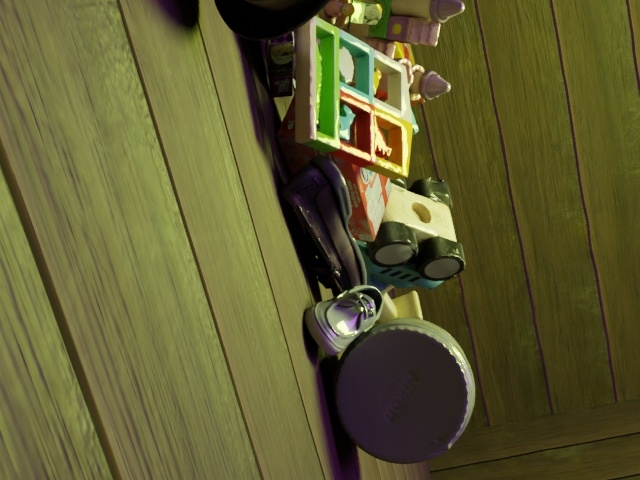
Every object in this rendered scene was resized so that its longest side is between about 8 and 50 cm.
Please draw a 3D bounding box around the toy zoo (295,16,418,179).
[{"bbox_3d":[0.066,-0.208,1.339,0.293,0.030,0.192,16,70,-49],"label":"toy zoo"}]

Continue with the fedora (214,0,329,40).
[{"bbox_3d":[-0.078,-0.382,0.885,0.152,0.334,0.334,6,66,-40],"label":"fedora"}]

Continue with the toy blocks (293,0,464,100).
[{"bbox_3d":[0.126,-0.387,1.489,0.309,0.260,0.289,-2,104,-51],"label":"toy blocks"}]

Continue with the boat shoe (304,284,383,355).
[{"bbox_3d":[0.043,0.107,1.313,0.079,0.081,0.227,54,17,4],"label":"boat shoe"}]

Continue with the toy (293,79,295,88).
[{"bbox_3d":[-0.002,-0.252,1.847,0.237,0.056,0.137,65,13,-61],"label":"toy"}]

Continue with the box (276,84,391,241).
[{"bbox_3d":[0.029,-0.129,1.462,0.257,0.122,0.128,70,33,-48],"label":"box"}]

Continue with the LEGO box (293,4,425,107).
[{"bbox_3d":[0.043,-0.551,1.911,0.372,0.193,0.500,54,22,-45],"label":"LEGO box"}]

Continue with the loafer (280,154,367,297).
[{"bbox_3d":[0.000,0.000,1.378,0.109,0.095,0.303,43,-24,41],"label":"loafer"}]

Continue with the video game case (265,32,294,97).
[{"bbox_3d":[-0.069,-0.365,1.330,0.210,0.041,0.232,103,-17,-77],"label":"video game case"}]

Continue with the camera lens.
[{"bbox_3d":[0.136,0.236,1.405,0.274,0.219,0.219,28,50,-81],"label":"camera lens"}]

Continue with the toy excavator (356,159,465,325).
[{"bbox_3d":[0.161,0.058,2.067,0.433,0.445,0.222,17,50,-33],"label":"toy excavator"}]
